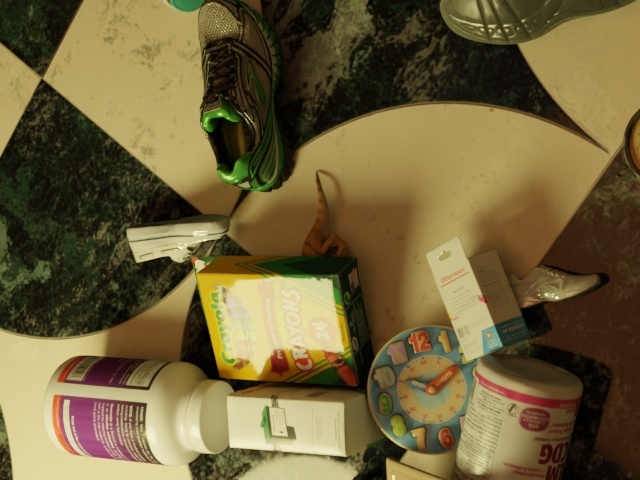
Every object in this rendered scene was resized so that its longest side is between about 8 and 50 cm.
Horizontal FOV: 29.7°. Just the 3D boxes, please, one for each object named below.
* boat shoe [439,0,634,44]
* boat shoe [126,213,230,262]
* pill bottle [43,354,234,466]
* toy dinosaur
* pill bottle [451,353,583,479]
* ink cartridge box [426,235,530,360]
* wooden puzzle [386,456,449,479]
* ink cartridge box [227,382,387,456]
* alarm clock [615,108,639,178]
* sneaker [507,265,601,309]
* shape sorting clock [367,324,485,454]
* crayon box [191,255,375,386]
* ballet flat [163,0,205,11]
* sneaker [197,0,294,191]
[{"bbox_3d":[0.335,-0.382,1.806,0.320,0.103,0.118,-12,125,31],"label":"boat shoe"},{"bbox_3d":[-0.245,0.000,2.137,0.226,0.083,0.076,-4,102,39],"label":"boat shoe"},{"bbox_3d":[-0.313,0.298,2.115,0.323,0.181,0.182,1,92,28],"label":"pill bottle"},{"bbox_3d":[0.000,0.000,2.008,0.112,0.064,0.212,20,100,27],"label":"toy dinosaur"},{"bbox_3d":[0.286,0.326,1.810,0.160,0.160,0.283,17,102,26],"label":"pill bottle"},{"bbox_3d":[0.241,0.083,1.860,0.104,0.061,0.181,-35,74,58],"label":"ink cartridge box"},{"bbox_3d":[0.170,0.456,1.818,0.238,0.044,0.221,8,102,64],"label":"wooden puzzle"},{"bbox_3d":[-0.021,0.289,1.973,0.219,0.160,0.093,-1,91,29],"label":"ink cartridge box"},{"bbox_3d":[0.514,-0.157,1.732,0.129,0.064,0.192,29,107,24],"label":"alarm clock"},{"bbox_3d":[0.349,0.065,1.832,0.152,0.053,0.061,-14,82,28],"label":"sneaker"},{"bbox_3d":[0.176,0.236,1.906,0.206,0.040,0.206,-1,85,7],"label":"shape sorting clock"},{"bbox_3d":[-0.080,0.131,2.011,0.318,0.081,0.202,-1,112,29],"label":"crayon box"},{"bbox_3d":[-0.153,-0.567,2.046,0.400,0.139,0.139,-45,72,22],"label":"ballet flat"},{"bbox_3d":[-0.140,-0.253,2.027,0.134,0.146,0.344,-18,82,27],"label":"sneaker"}]
